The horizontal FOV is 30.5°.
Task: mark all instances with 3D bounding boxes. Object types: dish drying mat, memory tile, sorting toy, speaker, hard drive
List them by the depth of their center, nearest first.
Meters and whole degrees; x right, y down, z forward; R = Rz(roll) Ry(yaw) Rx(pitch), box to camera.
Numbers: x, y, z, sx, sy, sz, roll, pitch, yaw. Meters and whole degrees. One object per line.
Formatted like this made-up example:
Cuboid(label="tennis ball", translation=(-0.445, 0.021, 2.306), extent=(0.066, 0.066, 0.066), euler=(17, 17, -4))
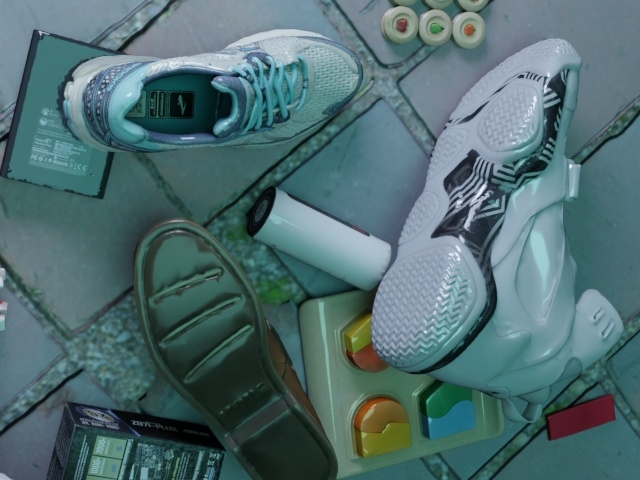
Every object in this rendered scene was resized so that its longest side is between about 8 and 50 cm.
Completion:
Cuboid(label="hard drive", translation=(-0.227, -0.113, 1.060), extent=(0.094, 0.022, 0.135), euler=(13, 95, -20))
Cuboid(label="speaker", translation=(0.000, 0.000, 1.140), extent=(0.136, 0.055, 0.055), euler=(26, 90, -20))
Cuboid(label="memory tile", translation=(0.118, -0.265, 1.157), extent=(0.113, 0.012, 0.148), euler=(2, 98, -19))
Cuboid(label="sorting toy", translation=(0.089, 0.136, 1.202), extent=(0.208, 0.038, 0.193), euler=(-10, 102, -17))
Cuboid(label="dish drying mat", translation=(0.287, 0.195, 1.296), extent=(0.083, 0.008, 0.032), euler=(-15, 105, -17))

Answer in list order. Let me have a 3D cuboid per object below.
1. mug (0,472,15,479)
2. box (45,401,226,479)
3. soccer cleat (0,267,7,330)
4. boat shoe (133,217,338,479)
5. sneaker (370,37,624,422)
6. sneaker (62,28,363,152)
Cuboid(label="mug", translation=(-0.340, 0.314, 0.876), extent=(0.328, 0.374, 0.276), euler=(15, 111, -15))
Cuboid(label="box", translation=(-0.186, 0.258, 1.108), extent=(0.147, 0.077, 0.180), euler=(13, 95, -20))
Cuboid(label="soccer cleat", translation=(-0.326, -0.027, 1.014), extent=(0.095, 0.083, 0.248), euler=(-5, 104, -13))
Cuboid(label="boat shoe", translation=(-0.090, 0.111, 1.106), extent=(0.111, 0.104, 0.307), euler=(-26, 108, -4))
Cuboid(label="sneaker", translation=(0.203, -0.004, 1.156), extent=(0.210, 0.137, 0.366), euler=(34, 73, -27))
Cuboid(label="sneaker", translation=(-0.076, -0.122, 1.046), extent=(0.283, 0.122, 0.110), euler=(-14, 107, -25))
